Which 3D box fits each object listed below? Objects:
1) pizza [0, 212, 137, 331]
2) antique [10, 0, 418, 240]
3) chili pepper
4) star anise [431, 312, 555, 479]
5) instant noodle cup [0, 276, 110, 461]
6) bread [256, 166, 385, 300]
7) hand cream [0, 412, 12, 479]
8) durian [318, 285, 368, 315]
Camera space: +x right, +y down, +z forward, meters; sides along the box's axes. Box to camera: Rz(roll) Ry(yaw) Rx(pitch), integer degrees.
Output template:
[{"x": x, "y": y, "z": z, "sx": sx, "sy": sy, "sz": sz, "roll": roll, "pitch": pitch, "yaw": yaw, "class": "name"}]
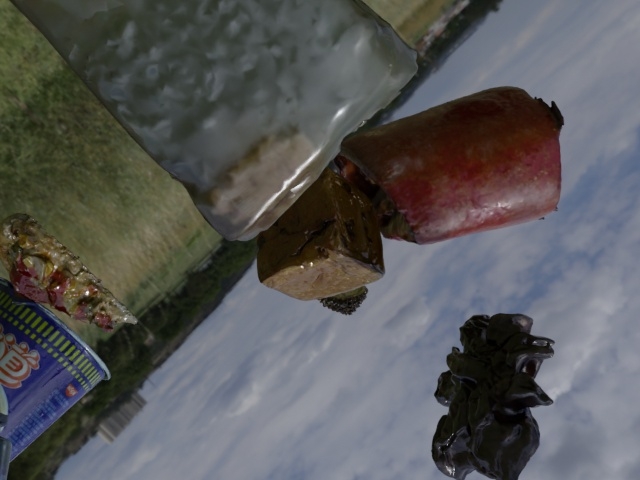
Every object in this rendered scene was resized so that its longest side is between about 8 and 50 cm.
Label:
[{"x": -0.319, "y": 0.060, "z": 0.789, "sx": 0.062, "sy": 0.199, "sz": 0.188, "roll": -57, "pitch": 180, "yaw": -29, "class": "pizza"}, {"x": -0.094, "y": -0.150, "z": 0.346, "sx": 0.150, "sy": 0.284, "sz": 0.125, "roll": -42, "pitch": -160, "yaw": 13, "class": "antique"}, {"x": 0.195, "y": -0.093, "z": 0.989, "sx": 0.305, "sy": 0.229, "sz": 0.251, "roll": -21, "pitch": -133, "yaw": -8, "class": "chili pepper"}, {"x": 0.191, "y": 0.178, "z": 0.766, "sx": 0.214, "sy": 0.099, "sz": 0.220, "roll": -60, "pitch": -172, "yaw": -6, "class": "star anise"}, {"x": -0.571, "y": 0.265, "z": 1.089, "sx": 0.312, "sy": 0.284, "sz": 0.284, "roll": -52, "pitch": -171, "yaw": -29, "class": "instant noodle cup"}, {"x": 0.000, "y": 0.000, "z": 0.937, "sx": 0.143, "sy": 0.158, "sz": 0.149, "roll": -20, "pitch": -125, "yaw": 25, "class": "bread"}, {"x": -0.358, "y": 0.312, "z": 0.644, "sx": 0.091, "sy": 0.058, "sz": 0.271, "roll": -18, "pitch": -121, "yaw": 23, "class": "hand cream"}, {"x": 0.043, "y": 0.098, "z": 1.151, "sx": 0.130, "sy": 0.066, "sz": 0.052, "roll": -9, "pitch": 153, "yaw": -42, "class": "durian"}]
